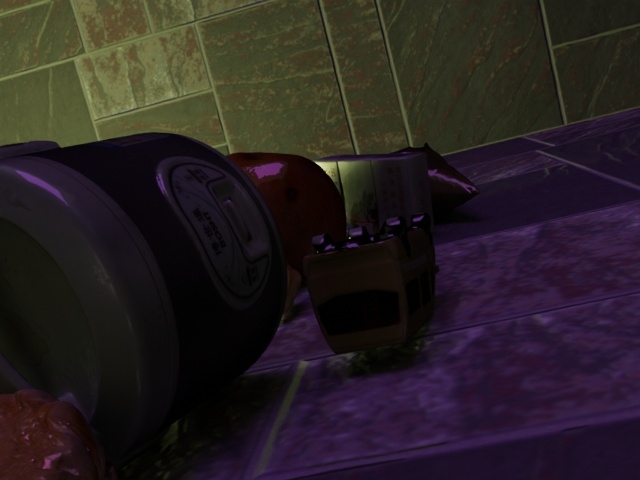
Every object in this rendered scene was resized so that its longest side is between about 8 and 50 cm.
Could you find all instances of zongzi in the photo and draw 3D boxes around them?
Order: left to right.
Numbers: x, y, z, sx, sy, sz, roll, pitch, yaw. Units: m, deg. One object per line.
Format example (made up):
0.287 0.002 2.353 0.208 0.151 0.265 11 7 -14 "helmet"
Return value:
0.143 -0.084 1.408 0.273 0.145 0.300 -19 15 -1 "zongzi"

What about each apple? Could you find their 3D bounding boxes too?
-0.079 -0.043 1.190 0.253 0.254 0.253 -14 9 2 "apple"

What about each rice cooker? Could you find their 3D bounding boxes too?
-0.197 0.043 0.653 0.288 0.289 0.277 -9 8 31 "rice cooker"

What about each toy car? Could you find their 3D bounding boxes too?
0.067 0.041 0.772 0.101 0.125 0.256 -12 0 17 "toy car"

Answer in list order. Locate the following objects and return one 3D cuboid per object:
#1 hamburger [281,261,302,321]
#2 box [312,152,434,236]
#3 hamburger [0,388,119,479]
-0.113 0.043 1.008 0.207 0.136 0.155 -6 14 35 "hamburger"
0.092 -0.083 1.331 0.233 0.150 0.067 4 15 43 "box"
-0.219 0.172 0.434 0.213 0.108 0.214 -15 8 2 "hamburger"
